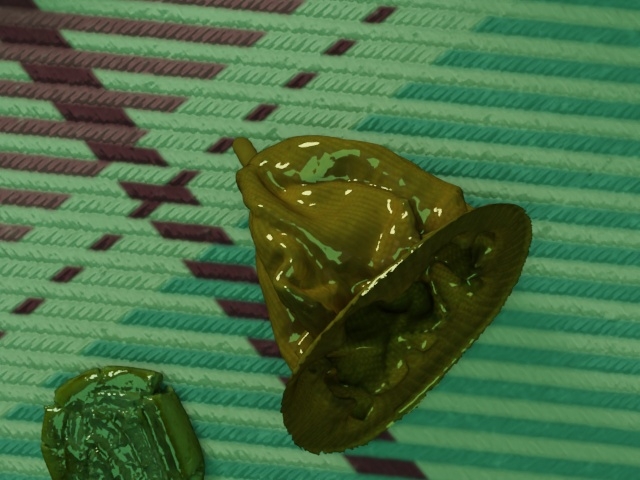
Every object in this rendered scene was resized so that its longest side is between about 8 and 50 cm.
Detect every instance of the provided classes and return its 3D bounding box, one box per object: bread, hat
[{"bbox_3d":[-0.158,0.176,1.316,0.117,0.064,0.156,-28,90,4],"label":"bread"},{"bbox_3d":[0.000,0.000,1.278,0.233,0.244,0.233,-28,59,-25],"label":"hat"}]
